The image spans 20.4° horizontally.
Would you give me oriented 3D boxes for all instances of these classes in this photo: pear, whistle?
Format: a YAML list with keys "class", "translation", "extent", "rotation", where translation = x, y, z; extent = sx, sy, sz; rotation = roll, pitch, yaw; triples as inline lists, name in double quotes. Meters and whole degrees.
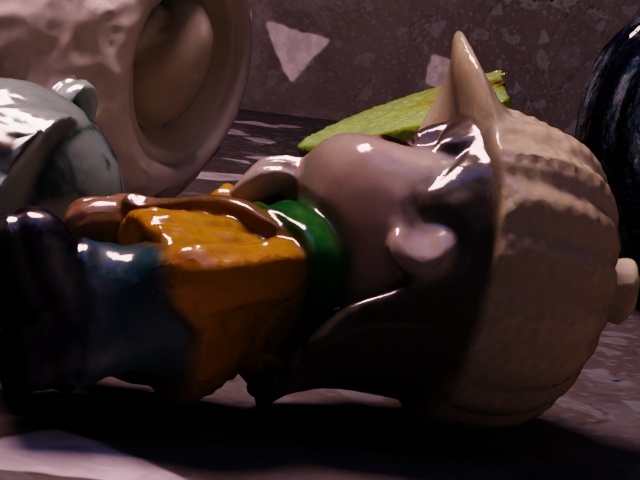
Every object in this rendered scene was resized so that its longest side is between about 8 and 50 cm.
- class: "pear"
  translation: [0.099, -0.086, 1.891]
  extent: [0.239, 0.139, 0.288]
  rotation: [-7, 11, 5]
- class: "whistle"
  translation: [-0.204, 0.001, 1.016]
  extent: [0.163, 0.163, 0.290]
  rotation: [11, 46, 24]

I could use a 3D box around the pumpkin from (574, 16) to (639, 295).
- class: "pumpkin"
  translation: [0.387, -0.061, 1.462]
  extent: [0.363, 0.266, 0.363]
  rotation: [9, 11, -2]

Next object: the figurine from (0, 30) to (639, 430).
- class: "figurine"
  translation: [0.001, 0.030, 0.925]
  extent: [0.332, 0.204, 0.185]
  rotation: [-24, 1, -18]

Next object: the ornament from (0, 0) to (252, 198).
- class: "ornament"
  translation: [-0.226, -0.176, 1.480]
  extent: [0.337, 0.337, 0.337]
  rotation: [7, 8, -1]
